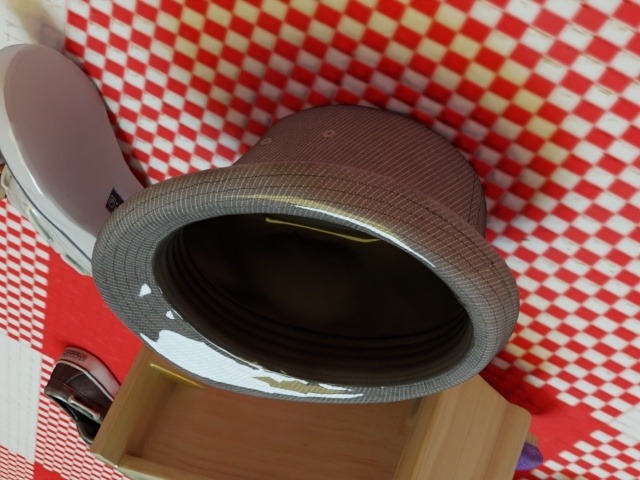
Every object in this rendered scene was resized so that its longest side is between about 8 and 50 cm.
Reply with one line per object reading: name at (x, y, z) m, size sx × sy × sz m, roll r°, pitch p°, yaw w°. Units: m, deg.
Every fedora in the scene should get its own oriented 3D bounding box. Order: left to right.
fedora at (0.000, 0.000, 0.729) m, size 0.275 × 0.124 × 0.244 m, roll -13°, pitch 134°, yaw 37°

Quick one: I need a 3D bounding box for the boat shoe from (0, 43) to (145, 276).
boat shoe at (-0.197, -0.048, 0.852) m, size 0.088 × 0.096 × 0.267 m, roll 7°, pitch 153°, yaw 23°

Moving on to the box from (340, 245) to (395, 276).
box at (0.021, 0.049, 0.886) m, size 0.116 × 0.029 × 0.162 m, roll 16°, pitch 150°, yaw 19°

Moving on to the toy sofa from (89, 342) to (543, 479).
toy sofa at (-0.006, 0.180, 0.950) m, size 0.362 × 0.150 × 0.177 m, roll 4°, pitch 150°, yaw 42°

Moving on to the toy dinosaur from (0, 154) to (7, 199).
toy dinosaur at (-0.426, -0.081, 0.953) m, size 0.295 × 0.127 × 0.200 m, roll 20°, pitch 157°, yaw 23°

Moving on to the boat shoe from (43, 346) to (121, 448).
boat shoe at (-0.258, 0.214, 1.323) m, size 0.078 × 0.070 × 0.219 m, roll 5°, pitch 144°, yaw 33°
